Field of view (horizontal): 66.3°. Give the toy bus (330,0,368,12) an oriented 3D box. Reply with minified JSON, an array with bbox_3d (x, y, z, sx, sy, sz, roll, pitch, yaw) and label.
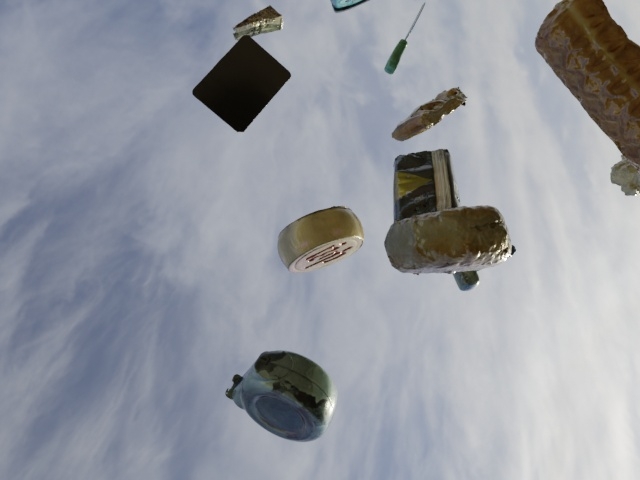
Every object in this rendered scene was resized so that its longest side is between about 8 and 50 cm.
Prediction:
[{"bbox_3d":[0.037,-0.662,1.060,0.133,0.165,0.271,-22,-82,5],"label":"toy bus"}]

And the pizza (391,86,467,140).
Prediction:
[{"bbox_3d":[0.362,-0.411,1.524,0.297,0.189,0.071,-35,-80,-19],"label":"pizza"}]

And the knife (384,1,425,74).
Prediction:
[{"bbox_3d":[0.261,-0.617,1.471,0.035,0.063,0.260,27,-95,-3],"label":"knife"}]

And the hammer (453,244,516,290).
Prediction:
[{"bbox_3d":[0.471,0.062,1.415,0.069,0.194,0.116,19,-133,-51],"label":"hammer"}]

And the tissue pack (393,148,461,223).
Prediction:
[{"bbox_3d":[0.427,-0.142,1.941,0.416,0.253,0.264,-81,-24,-42],"label":"tissue pack"}]

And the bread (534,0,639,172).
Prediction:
[{"bbox_3d":[0.215,-0.110,0.352,0.044,0.052,0.157,-14,-112,-55],"label":"bread"}]

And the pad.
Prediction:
[{"bbox_3d":[-0.137,-0.279,0.868,0.112,0.003,0.157,40,-106,-9],"label":"pad"}]

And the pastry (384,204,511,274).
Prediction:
[{"bbox_3d":[0.197,0.006,0.758,0.192,0.182,0.093,10,-107,-65],"label":"pastry"}]

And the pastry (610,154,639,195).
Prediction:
[{"bbox_3d":[0.568,-0.109,0.702,0.121,0.258,0.089,-56,-35,-32],"label":"pastry"}]

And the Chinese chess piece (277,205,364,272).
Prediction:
[{"bbox_3d":[0.000,0.000,1.498,0.270,0.270,0.112,-8,-112,-36],"label":"Chinese chess piece"}]

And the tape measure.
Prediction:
[{"bbox_3d":[-0.090,0.406,1.306,0.275,0.256,0.147,34,-136,-3],"label":"tape measure"}]

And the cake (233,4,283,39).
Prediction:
[{"bbox_3d":[-0.168,-0.558,1.259,0.140,0.051,0.055,-23,-112,-19],"label":"cake"}]
